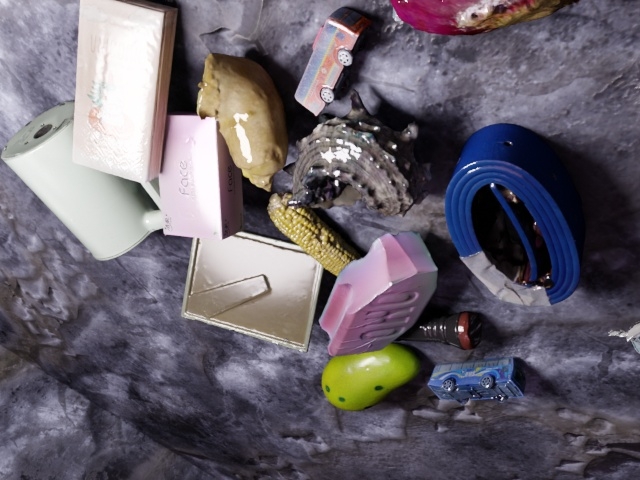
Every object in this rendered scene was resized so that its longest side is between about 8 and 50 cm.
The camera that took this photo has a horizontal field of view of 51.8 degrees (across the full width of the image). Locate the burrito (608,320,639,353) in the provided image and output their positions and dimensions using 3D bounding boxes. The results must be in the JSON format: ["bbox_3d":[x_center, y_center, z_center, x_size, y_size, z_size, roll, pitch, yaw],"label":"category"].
[{"bbox_3d":[0.776,0.209,1.221,0.445,0.101,0.139,11,143,19],"label":"burrito"}]

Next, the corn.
[{"bbox_3d":[0.000,0.000,1.429,0.288,0.087,0.086,41,139,-21],"label":"corn"}]

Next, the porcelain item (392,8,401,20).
[{"bbox_3d":[0.118,-0.374,0.990,0.036,0.028,0.083,41,151,40],"label":"porcelain item"}]

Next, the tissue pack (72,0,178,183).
[{"bbox_3d":[-0.370,-0.283,1.229,0.170,0.071,0.326,18,116,9],"label":"tissue pack"}]

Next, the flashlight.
[{"bbox_3d":[0.250,0.203,1.521,0.231,0.093,0.093,-2,134,37],"label":"flashlight"}]

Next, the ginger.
[{"bbox_3d":[-0.131,-0.219,1.196,0.267,0.152,0.138,58,170,-21],"label":"ginger"}]

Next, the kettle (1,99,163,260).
[{"bbox_3d":[-0.499,-0.140,1.475,0.264,0.205,0.318,-28,124,3],"label":"kettle"}]

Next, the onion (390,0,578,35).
[{"bbox_3d":[0.193,-0.428,0.718,0.347,0.347,0.386,-13,89,38],"label":"onion"}]

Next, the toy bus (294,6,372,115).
[{"bbox_3d":[0.018,-0.298,1.105,0.077,0.065,0.192,34,141,2],"label":"toy bus"}]

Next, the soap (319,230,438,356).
[{"bbox_3d":[0.129,0.119,1.409,0.192,0.109,0.324,-5,143,-20],"label":"soap"}]

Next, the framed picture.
[{"bbox_3d":[-0.162,0.105,1.562,0.334,0.022,0.248,13,99,15],"label":"framed picture"}]

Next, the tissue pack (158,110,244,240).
[{"bbox_3d":[-0.239,-0.133,1.322,0.148,0.092,0.247,5,106,23],"label":"tissue pack"}]

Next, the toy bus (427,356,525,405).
[{"bbox_3d":[0.374,0.335,1.584,0.236,0.094,0.079,-17,131,42],"label":"toy bus"}]

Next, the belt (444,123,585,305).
[{"bbox_3d":[0.346,-0.034,1.174,0.212,0.117,0.347,-10,129,34],"label":"belt"}]

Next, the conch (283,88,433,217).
[{"bbox_3d":[0.070,-0.127,1.199,0.312,0.186,0.240,-19,135,37],"label":"conch"}]

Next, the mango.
[{"bbox_3d":[0.123,0.347,1.704,0.293,0.143,0.175,-31,117,36],"label":"mango"}]
